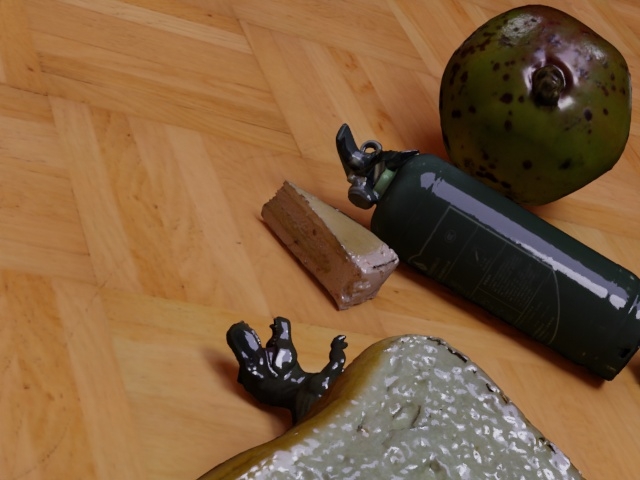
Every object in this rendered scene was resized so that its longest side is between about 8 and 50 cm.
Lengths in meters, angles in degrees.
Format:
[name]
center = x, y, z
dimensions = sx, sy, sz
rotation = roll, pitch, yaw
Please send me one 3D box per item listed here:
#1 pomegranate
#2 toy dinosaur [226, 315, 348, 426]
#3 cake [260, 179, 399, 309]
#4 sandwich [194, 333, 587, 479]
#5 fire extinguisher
[pomegranate]
center = 0.227, -0.127, 1.465
dimensions = 0.246, 0.198, 0.198
rotation = 24, 23, -52
[toy dinosaur]
center = -0.023, 0.142, 0.976
dimensions = 0.179, 0.087, 0.187
rotation = -32, 41, -22
[cake]
center = 0.000, 0.000, 1.186
dimensions = 0.121, 0.052, 0.065
rotation = 36, 32, 11
[sandwich]
center = 0.051, 0.183, 0.833
dimensions = 0.226, 0.087, 0.251
rotation = 43, 46, 13
[fire extinguisher]
center = 0.142, 0.003, 1.255
dimensions = 0.311, 0.114, 0.095
rotation = 30, 69, 3
